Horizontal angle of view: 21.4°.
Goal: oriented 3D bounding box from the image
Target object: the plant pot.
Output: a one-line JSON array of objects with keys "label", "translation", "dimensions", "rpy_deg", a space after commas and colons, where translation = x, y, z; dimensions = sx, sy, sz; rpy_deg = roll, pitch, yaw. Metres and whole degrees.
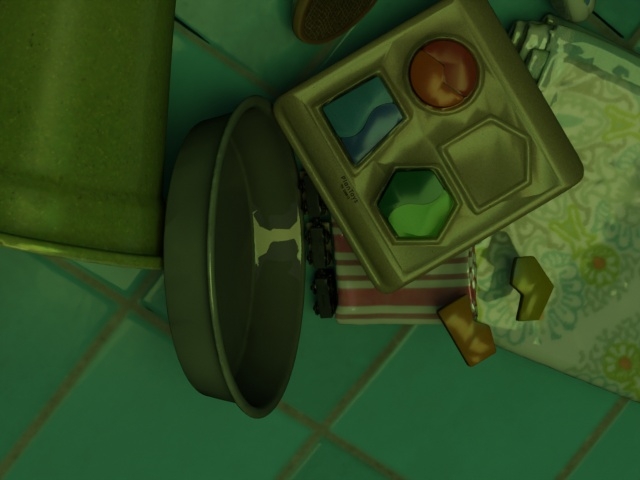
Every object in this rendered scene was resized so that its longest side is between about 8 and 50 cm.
[{"label": "plant pot", "translation": [-0.237, -0.126, 1.481], "dimensions": [0.276, 0.276, 0.254], "rpy_deg": [11, 93, -15]}]

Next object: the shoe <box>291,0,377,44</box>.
[{"label": "shoe", "translation": [0.037, -0.283, 1.584], "dimensions": [0.076, 0.058, 0.219], "rpy_deg": [23, 106, -38]}]

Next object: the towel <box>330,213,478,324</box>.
[{"label": "towel", "translation": [0.076, -0.016, 1.623], "dimensions": [0.144, 0.029, 0.197], "rpy_deg": [-3, 88, 20]}]

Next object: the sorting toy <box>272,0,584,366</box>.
[{"label": "sorting toy", "translation": [0.126, -0.052, 1.567], "dimensions": [0.229, 0.041, 0.307], "rpy_deg": [-31, 92, -3]}]

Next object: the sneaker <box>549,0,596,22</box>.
[{"label": "sneaker", "translation": [0.258, -0.330, 1.593], "dimensions": [0.126, 0.091, 0.240], "rpy_deg": [-15, 109, -8]}]

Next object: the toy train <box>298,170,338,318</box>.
[{"label": "toy train", "translation": [0.000, 0.000, 1.670], "dimensions": [0.027, 0.036, 0.158], "rpy_deg": [-2, 111, 13]}]

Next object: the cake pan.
[{"label": "cake pan", "translation": [-0.076, 0.015, 1.544], "dimensions": [0.054, 0.293, 0.293], "rpy_deg": [0, 109, 15]}]

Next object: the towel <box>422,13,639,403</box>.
[{"label": "towel", "translation": [0.302, -0.017, 1.687], "dimensions": [0.374, 0.090, 0.320], "rpy_deg": [22, 98, -12]}]
